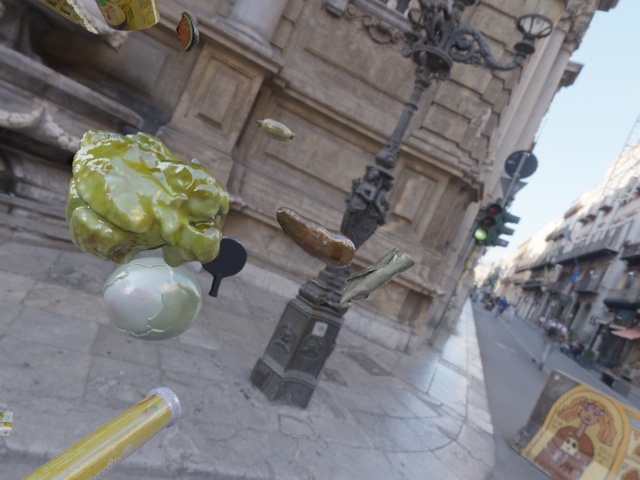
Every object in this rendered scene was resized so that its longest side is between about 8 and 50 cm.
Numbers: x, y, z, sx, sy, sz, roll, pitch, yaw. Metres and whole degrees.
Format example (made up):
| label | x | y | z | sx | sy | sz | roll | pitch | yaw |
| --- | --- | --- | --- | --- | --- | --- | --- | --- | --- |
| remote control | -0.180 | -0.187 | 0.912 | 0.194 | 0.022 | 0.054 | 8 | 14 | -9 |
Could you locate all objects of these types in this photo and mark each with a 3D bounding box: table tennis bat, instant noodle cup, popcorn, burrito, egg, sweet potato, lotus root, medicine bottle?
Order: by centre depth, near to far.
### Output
| label | x | y | z | sx | sy | sz | roll | pitch | yaw |
| --- | --- | --- | --- | --- | --- | --- | --- | --- | --- |
| popcorn | -0.299 | -0.065 | 0.719 | 0.276 | 0.225 | 0.276 | 16 | 41 | -14 |
| medicine bottle | -0.480 | 0.456 | 0.854 | 0.108 | 0.108 | 0.426 | 25 | 15 | 16 |
| instant noodle cup | -0.416 | -0.531 | 0.857 | 0.151 | 0.151 | 0.122 | 25 | -34 | 18 |
| burrito | 0.131 | 0.090 | 0.992 | 0.060 | 0.226 | 0.087 | 50 | 21 | -7 |
| sweet potato | 0.000 | 0.000 | 0.999 | 0.097 | 0.097 | 0.292 | 26 | -5 | 43 |
| table tennis bat | -0.330 | 0.089 | 1.338 | 0.150 | 0.236 | 0.027 | 13 | 26 | -19 |
| egg | -0.566 | 0.195 | 1.353 | 0.278 | 0.278 | 0.336 | 25 | -2 | 27 |
| lotus root | -0.163 | -0.390 | 1.423 | 0.150 | 0.062 | 0.073 | 20 | 11 | -9 |

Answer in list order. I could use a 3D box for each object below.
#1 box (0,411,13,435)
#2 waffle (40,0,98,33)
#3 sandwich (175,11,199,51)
| label | x | y | z | sx | sy | sz | roll | pitch | yaw |
| --- | --- | --- | --- | --- | --- | --- | --- | --- | --- |
| box | -1.086 | 0.565 | 1.243 | 0.220 | 0.032 | 0.122 | 19 | -5 | -36 |
| waffle | -0.682 | -0.653 | 1.102 | 0.125 | 0.032 | 0.191 | -14 | -25 | 39 |
| sandwich | -0.398 | -0.629 | 1.210 | 0.069 | 0.101 | 0.026 | -15 | 12 | 31 |
